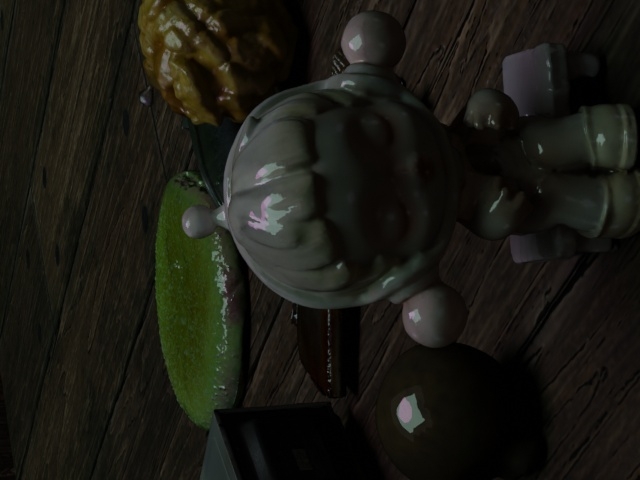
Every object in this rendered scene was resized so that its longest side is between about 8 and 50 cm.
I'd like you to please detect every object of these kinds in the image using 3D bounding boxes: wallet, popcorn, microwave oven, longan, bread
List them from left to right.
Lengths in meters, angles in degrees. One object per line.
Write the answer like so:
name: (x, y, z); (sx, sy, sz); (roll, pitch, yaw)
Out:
bread: (-0.139, 0.069, 1.915); (0.301, 0.045, 0.301); (176, 90, -72)
popcorn: (-0.101, -0.196, 1.616); (0.194, 0.140, 0.163); (-143, 47, -65)
microwave oven: (-0.018, 0.256, 1.456); (0.205, 0.129, 0.163); (-114, 30, -47)
wallet: (0.000, 0.000, 1.515); (0.137, 0.031, 0.255); (-147, 56, -67)
longan: (0.094, 0.124, 1.174); (0.119, 0.106, 0.106); (29, 132, 18)

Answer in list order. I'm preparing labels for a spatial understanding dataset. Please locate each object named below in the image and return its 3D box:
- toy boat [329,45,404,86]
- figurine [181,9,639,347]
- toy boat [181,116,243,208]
toy boat: (0.038, -0.116, 1.358); (0.149, 0.047, 0.049); (-132, 43, -63)
figurine: (0.049, -0.042, 1.022); (0.144, 0.257, 0.181); (-135, 44, -66)
toy boat: (-0.093, -0.099, 1.697); (0.085, 0.078, 0.260); (-56, 36, 35)
